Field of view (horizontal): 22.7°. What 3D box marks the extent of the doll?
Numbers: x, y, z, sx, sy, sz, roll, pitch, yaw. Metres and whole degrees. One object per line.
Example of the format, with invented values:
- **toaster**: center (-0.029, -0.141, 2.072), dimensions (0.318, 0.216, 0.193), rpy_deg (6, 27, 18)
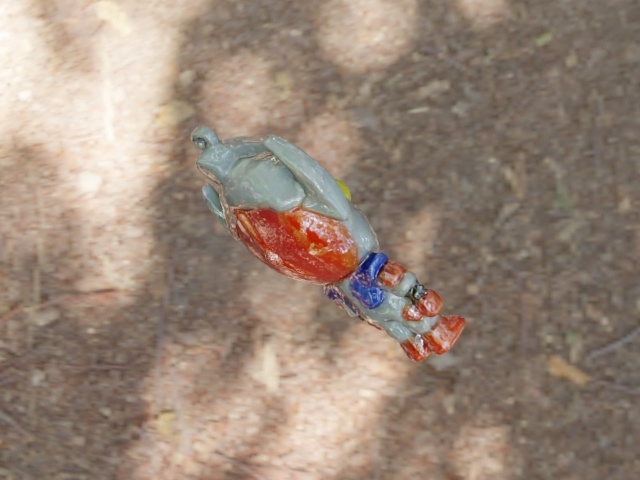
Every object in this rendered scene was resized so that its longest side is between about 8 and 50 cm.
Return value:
- **doll**: center (0.001, -0.001, 0.924), dimensions (0.195, 0.104, 0.062), rpy_deg (40, 82, -11)
